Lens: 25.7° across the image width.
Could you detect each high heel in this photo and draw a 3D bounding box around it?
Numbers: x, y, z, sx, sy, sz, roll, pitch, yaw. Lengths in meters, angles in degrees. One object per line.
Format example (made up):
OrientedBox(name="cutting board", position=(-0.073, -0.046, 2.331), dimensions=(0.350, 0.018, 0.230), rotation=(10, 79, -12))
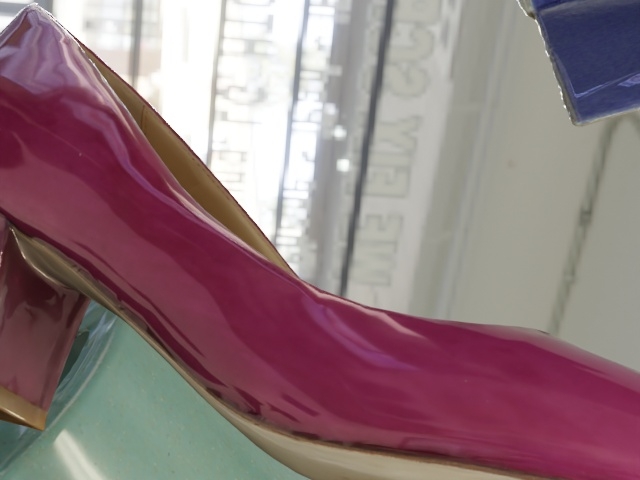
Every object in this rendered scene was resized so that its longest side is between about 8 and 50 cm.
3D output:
OrientedBox(name="high heel", position=(0.000, 0.000, 0.528), dimensions=(0.127, 0.377, 0.181), rotation=(59, 45, -65))

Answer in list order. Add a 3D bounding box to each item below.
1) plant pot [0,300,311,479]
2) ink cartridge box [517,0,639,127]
OrientedBox(name="plant pot", position=(-0.133, 0.205, 0.838), dimensions=(0.334, 0.341, 0.341), rotation=(57, 11, -29))
OrientedBox(name="ink cartridge box", position=(0.202, -0.189, 0.525), dimensions=(0.307, 0.304, 0.072), rotation=(-97, 169, -55))
